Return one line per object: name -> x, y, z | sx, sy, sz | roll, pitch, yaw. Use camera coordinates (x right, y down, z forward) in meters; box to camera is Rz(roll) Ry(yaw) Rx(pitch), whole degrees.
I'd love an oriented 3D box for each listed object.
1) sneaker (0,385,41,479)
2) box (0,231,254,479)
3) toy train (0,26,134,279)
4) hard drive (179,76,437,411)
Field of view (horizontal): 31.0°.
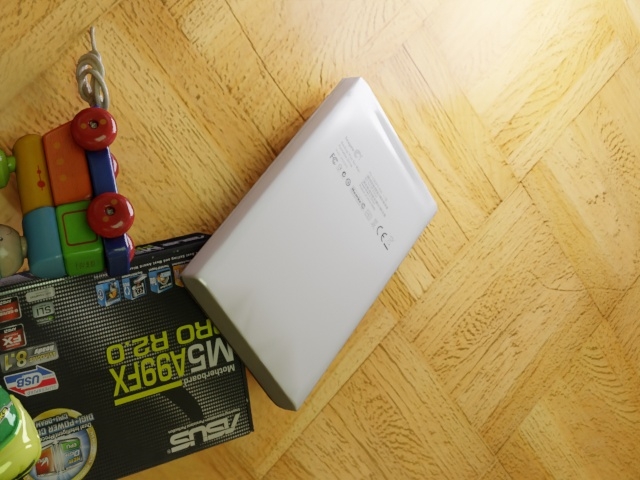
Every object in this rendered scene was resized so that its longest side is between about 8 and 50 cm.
sneaker -> -0.396, 0.207, 1.007 | 0.295, 0.109, 0.123 | -22, 77, -14
box -> -0.206, 0.123, 1.146 | 0.270, 0.060, 0.216 | -13, 102, -32
toy train -> -0.261, -0.081, 1.076 | 0.143, 0.105, 0.248 | -10, 70, -13
hard drive -> 0.000, 0.000, 1.236 | 0.307, 0.040, 0.203 | -52, 126, -29
